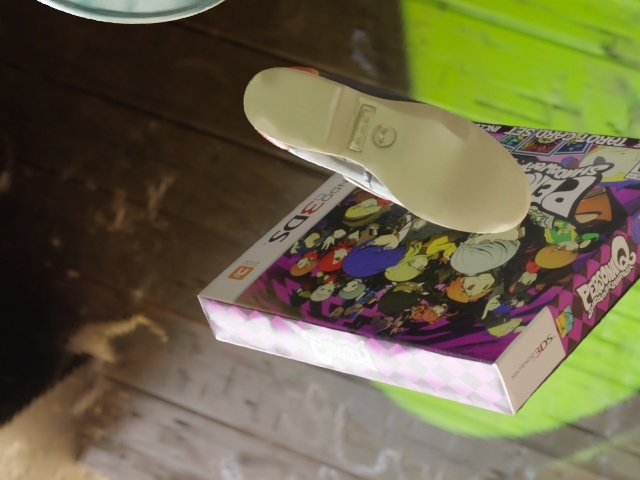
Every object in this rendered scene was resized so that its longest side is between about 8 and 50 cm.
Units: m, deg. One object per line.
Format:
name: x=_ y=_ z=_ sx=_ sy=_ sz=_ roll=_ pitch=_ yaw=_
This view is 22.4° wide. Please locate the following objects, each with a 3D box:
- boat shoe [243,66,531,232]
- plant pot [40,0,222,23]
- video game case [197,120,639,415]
boat shoe: x=0.030 y=-0.042 z=0.728 sx=0.043 sy=0.137 sz=0.049 roll=24 pitch=-92 yaw=-85
plant pot: x=-0.150 y=-0.360 z=1.294 sx=0.271 sy=0.272 sz=0.255 roll=-60 pitch=-5 yaw=-34
video game case: x=0.077 y=0.003 z=0.950 sx=0.210 sy=0.232 sz=0.042 roll=-42 pitch=-55 yaw=-32
